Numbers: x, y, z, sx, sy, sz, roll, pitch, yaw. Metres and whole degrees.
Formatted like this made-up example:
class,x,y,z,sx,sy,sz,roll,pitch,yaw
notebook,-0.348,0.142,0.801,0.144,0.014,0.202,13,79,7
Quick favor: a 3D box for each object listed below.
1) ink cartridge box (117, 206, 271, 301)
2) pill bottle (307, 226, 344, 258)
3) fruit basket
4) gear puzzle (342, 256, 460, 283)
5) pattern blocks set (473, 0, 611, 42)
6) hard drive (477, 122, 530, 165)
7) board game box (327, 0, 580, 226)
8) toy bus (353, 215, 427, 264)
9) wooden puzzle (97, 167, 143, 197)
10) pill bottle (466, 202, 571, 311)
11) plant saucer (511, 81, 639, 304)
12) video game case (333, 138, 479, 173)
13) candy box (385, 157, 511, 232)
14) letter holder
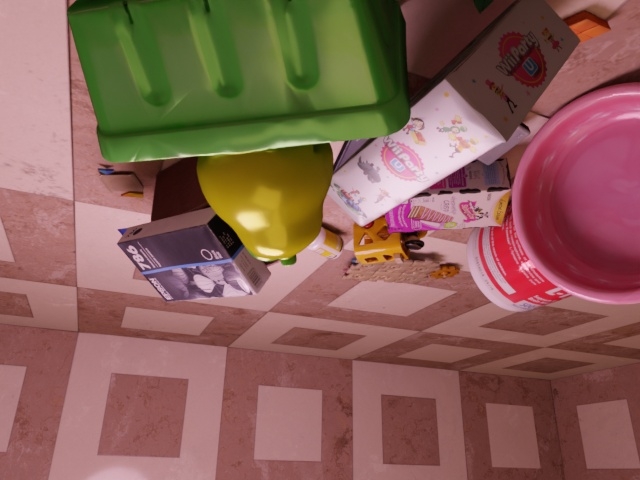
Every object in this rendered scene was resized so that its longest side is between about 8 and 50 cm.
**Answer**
class,x,y,z,sx,sy,sz,roll,pitch,yaw
ink cartridge box,-0.264,0.036,1.008,0.332,0.065,0.165,-9,125,39
pill bottle,0.000,0.000,1.307,0.065,0.065,0.116,-18,150,36
fruit basket,-0.072,-0.166,0.661,0.392,0.283,0.392,3,141,3
gear puzzle,0.240,0.072,1.499,0.339,0.044,0.175,4,154,-14
pattern blocks set,0.339,-0.330,0.597,0.325,0.026,0.285,-5,155,15
hard drive,0.271,-0.186,0.896,0.135,0.022,0.094,21,138,-28
board game box,0.157,-0.160,0.713,0.097,0.224,0.303,45,151,-5
toy bus,0.176,0.001,1.253,0.191,0.104,0.202,9,155,-19
wooden puzzle,-0.417,-0.122,1.117,0.078,0.014,0.116,-1,157,-6
pill bottle,0.501,-0.015,1.049,0.229,0.229,0.407,11,155,-21
plant saucer,0.465,-0.069,0.823,0.084,0.332,0.332,4,159,-40
video game case,0.172,-0.149,1.015,0.274,0.026,0.196,7,156,-11
candy box,0.242,-0.082,1.045,0.233,0.071,0.159,-4,155,11
letter holder,-0.177,-0.055,1.008,0.302,0.214,0.152,-18,150,37
